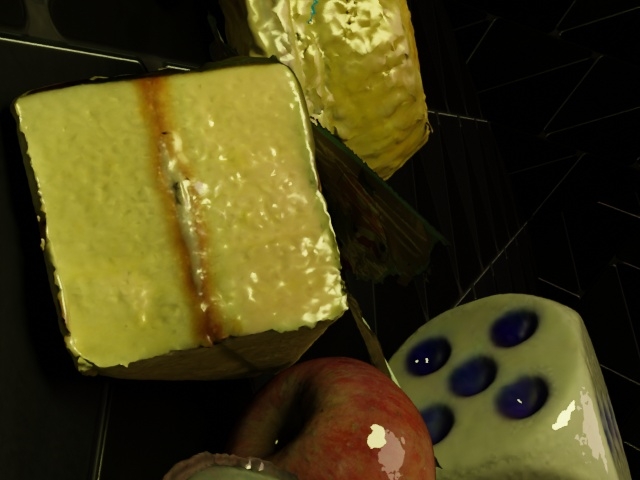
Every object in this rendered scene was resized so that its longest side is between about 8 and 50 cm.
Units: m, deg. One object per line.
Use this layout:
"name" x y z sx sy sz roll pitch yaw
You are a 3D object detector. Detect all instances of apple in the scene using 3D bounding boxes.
"apple" 0.005 0.155 0.663 0.120 0.153 0.153 45 29 -27

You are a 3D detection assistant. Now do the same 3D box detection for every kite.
"kite" -0.001 0.000 0.719 0.368 0.014 0.406 63 -15 0

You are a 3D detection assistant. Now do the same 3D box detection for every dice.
"dice" 0.201 0.232 1.098 0.251 0.243 0.259 -83 149 -53

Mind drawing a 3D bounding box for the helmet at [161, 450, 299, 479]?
"helmet" -0.047 0.246 0.307 0.271 0.197 0.338 33 38 -49

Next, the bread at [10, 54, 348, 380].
"bread" -0.097 0.016 0.660 0.264 0.163 0.168 122 -45 -68

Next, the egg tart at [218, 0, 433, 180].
"egg tart" 0.016 -0.195 1.024 0.388 0.169 0.388 -13 90 -79
